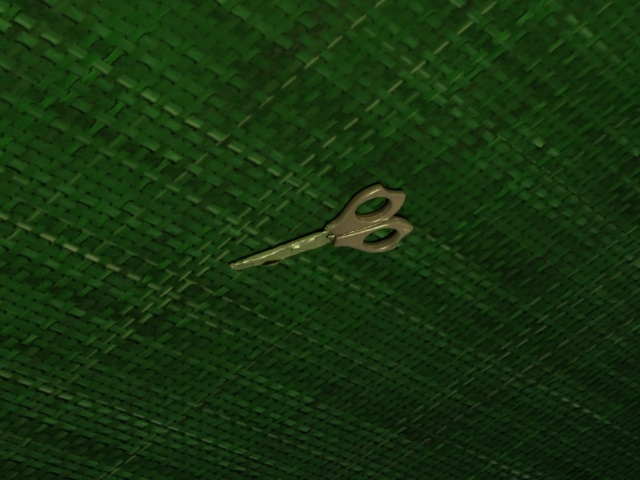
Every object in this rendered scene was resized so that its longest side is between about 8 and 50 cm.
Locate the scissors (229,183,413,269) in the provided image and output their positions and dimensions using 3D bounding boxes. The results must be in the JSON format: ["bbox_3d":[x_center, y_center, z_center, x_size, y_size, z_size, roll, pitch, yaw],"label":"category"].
[{"bbox_3d":[0.000,0.000,1.570,0.212,0.021,0.110,-20,139,-4],"label":"scissors"}]
